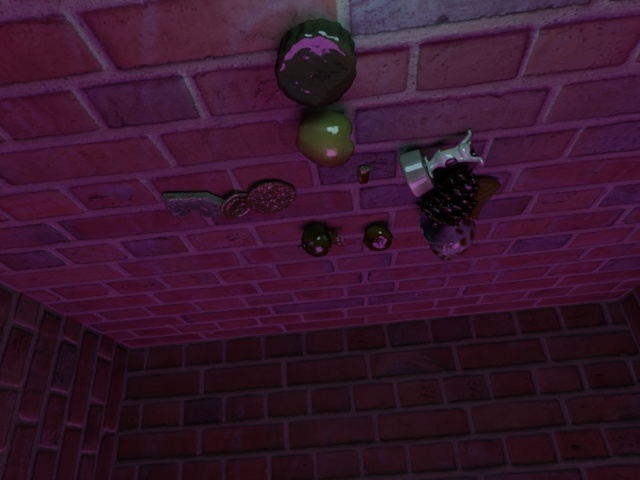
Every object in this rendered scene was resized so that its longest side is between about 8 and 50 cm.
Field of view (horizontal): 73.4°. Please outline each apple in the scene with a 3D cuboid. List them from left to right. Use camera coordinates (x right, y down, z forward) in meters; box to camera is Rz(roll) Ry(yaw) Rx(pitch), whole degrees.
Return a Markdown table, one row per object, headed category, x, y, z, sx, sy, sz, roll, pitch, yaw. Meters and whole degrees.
| category | x | y | z | sx | sy | sz | roll | pitch | yaw |
| --- | --- | --- | --- | --- | --- | --- | --- | --- | --- |
| apple | 0.021 | -0.332 | 1.398 | 0.200 | 0.199 | 0.200 | -3 | 152 | -2 |

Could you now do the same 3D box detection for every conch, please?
| category | x | y | z | sx | sy | sz | roll | pitch | yaw |
| --- | --- | --- | --- | --- | --- | --- | --- | --- | --- |
| conch | 0.567 | -0.043 | 1.940 | 0.250 | 0.197 | 0.367 | 0 | 108 | 5 |

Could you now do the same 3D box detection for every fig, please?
| category | x | y | z | sx | sy | sz | roll | pitch | yaw |
| --- | --- | --- | --- | --- | --- | --- | --- | --- | --- |
| fig | 0.278 | -0.010 | 2.089 | 0.153 | 0.121 | 0.135 | -6 | 119 | 44 |

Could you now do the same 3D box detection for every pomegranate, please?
| category | x | y | z | sx | sy | sz | roll | pitch | yaw |
| --- | --- | --- | --- | --- | --- | --- | --- | --- | --- |
| pomegranate | 0.004 | 0.007 | 2.061 | 0.220 | 0.156 | 0.156 | 10 | 150 | -43 |

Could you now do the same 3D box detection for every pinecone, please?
| category | x | y | z | sx | sy | sz | roll | pitch | yaw |
| --- | --- | --- | --- | --- | --- | --- | --- | --- | --- |
| pinecone | 0.505 | -0.169 | 1.685 | 0.225 | 0.224 | 0.272 | 12 | 121 | -27 |

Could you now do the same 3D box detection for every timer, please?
| category | x | y | z | sx | sy | sz | roll | pitch | yaw |
| --- | --- | --- | --- | --- | --- | --- | --- | --- | --- |
| timer | 0.441 | -0.288 | 1.561 | 0.266 | 0.175 | 0.175 | -23 | 147 | 23 |

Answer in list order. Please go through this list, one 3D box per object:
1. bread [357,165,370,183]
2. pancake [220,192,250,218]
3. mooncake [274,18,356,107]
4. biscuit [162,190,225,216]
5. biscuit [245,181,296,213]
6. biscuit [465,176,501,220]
| category | x | y | z | sx | sy | sz | roll | pitch | yaw |
| --- | --- | --- | --- | --- | --- | --- | --- | --- | --- |
| bread | 0.172 | -0.260 | 1.703 | 0.047 | 0.036 | 0.083 | -10 | 151 | -6 |
| pancake | -0.352 | -0.146 | 1.806 | 0.152 | 0.025 | 0.151 | -19 | 148 | -13 |
| mooncake | -0.012 | -0.487 | 1.172 | 0.229 | 0.124 | 0.228 | -3 | 146 | -2 |
| biscuit | -0.523 | -0.148 | 1.799 | 0.250 | 0.046 | 0.147 | -1 | 151 | -6 |
| biscuit | -0.207 | -0.177 | 1.791 | 0.220 | 0.033 | 0.219 | -9 | 152 | -5 |
| biscuit | 0.658 | -0.177 | 1.807 | 0.229 | 0.176 | 0.031 | -18 | -167 | -7 |
